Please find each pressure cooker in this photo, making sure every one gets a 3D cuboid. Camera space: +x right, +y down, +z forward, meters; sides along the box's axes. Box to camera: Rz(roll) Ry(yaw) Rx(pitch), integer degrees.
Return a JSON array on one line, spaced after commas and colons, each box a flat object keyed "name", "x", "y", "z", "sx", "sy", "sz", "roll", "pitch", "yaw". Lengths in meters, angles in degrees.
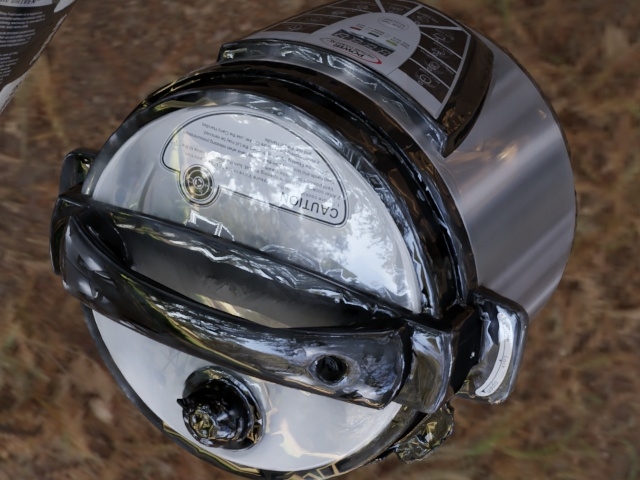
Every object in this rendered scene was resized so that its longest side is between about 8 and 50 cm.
[{"name": "pressure cooker", "x": 0.001, "y": 0.006, "z": 1.427, "sx": 0.375, "sy": 0.370, "sz": 0.420, "roll": 60, "pitch": 35, "yaw": -3}]

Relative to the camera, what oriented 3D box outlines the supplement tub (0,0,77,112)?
[{"name": "supplement tub", "x": -0.303, "y": -0.243, "z": 1.399, "sx": 0.207, "sy": 0.338, "sz": 0.207, "roll": 17, "pitch": 54, "yaw": -25}]
